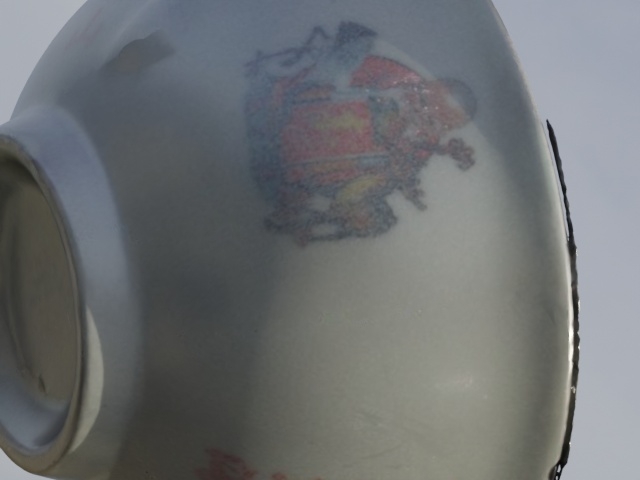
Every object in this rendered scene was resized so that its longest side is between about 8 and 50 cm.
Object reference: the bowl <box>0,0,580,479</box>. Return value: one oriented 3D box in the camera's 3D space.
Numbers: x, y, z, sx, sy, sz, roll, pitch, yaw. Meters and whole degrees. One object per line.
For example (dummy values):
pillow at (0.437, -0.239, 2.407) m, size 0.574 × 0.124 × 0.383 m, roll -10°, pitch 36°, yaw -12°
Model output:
bowl at (-0.058, 0.016, 0.809) m, size 0.345 × 0.157 × 0.345 m, roll 17°, pitch -69°, yaw 56°
